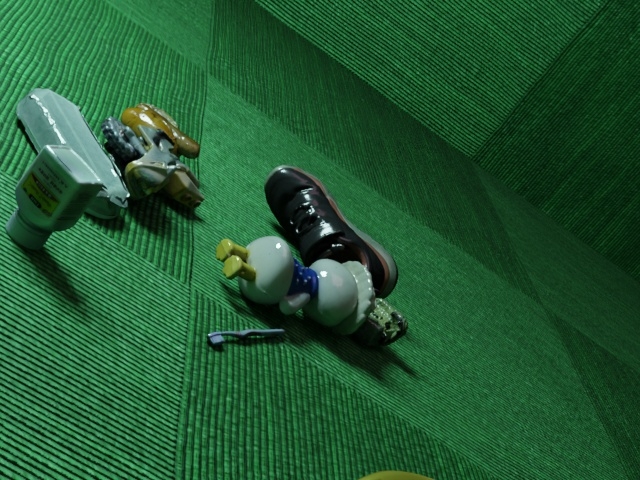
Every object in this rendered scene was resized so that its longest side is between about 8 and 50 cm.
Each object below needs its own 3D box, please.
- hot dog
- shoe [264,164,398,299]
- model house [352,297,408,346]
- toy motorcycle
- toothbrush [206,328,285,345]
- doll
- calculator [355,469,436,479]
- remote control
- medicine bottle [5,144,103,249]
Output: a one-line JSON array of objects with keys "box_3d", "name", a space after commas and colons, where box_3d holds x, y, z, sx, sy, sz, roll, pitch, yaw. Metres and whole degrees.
[{"box_3d": [-0.265, -0.177, 1.879, 0.140, 0.060, 0.090, 49, 24, 15], "name": "hot dog"}, {"box_3d": [0.000, 0.000, 1.913, 0.291, 0.114, 0.137, 45, 24, 6], "name": "shoe"}, {"box_3d": [0.087, 0.134, 1.818, 0.079, 0.066, 0.083, 44, 20, 20], "name": "model house"}, {"box_3d": [-0.246, -0.099, 1.695, 0.130, 0.094, 0.229, 57, 11, 28], "name": "toy motorcycle"}, {"box_3d": [-0.098, 0.129, 1.548, 0.019, 0.013, 0.193, 53, 21, 19], "name": "toothbrush"}, {"box_3d": [-0.027, 0.065, 1.701, 0.293, 0.119, 0.138, 18, 35, -37], "name": "doll"}, {"box_3d": [0.134, 0.353, 1.441, 0.236, 0.033, 0.157, 17, 27, -53], "name": "calculator"}, {"box_3d": [-0.351, -0.127, 1.605, 0.104, 0.052, 0.247, 12, 35, -53], "name": "remote control"}, {"box_3d": [-0.324, -0.048, 1.355, 0.074, 0.118, 0.055, 46, 19, 15], "name": "medicine bottle"}]
